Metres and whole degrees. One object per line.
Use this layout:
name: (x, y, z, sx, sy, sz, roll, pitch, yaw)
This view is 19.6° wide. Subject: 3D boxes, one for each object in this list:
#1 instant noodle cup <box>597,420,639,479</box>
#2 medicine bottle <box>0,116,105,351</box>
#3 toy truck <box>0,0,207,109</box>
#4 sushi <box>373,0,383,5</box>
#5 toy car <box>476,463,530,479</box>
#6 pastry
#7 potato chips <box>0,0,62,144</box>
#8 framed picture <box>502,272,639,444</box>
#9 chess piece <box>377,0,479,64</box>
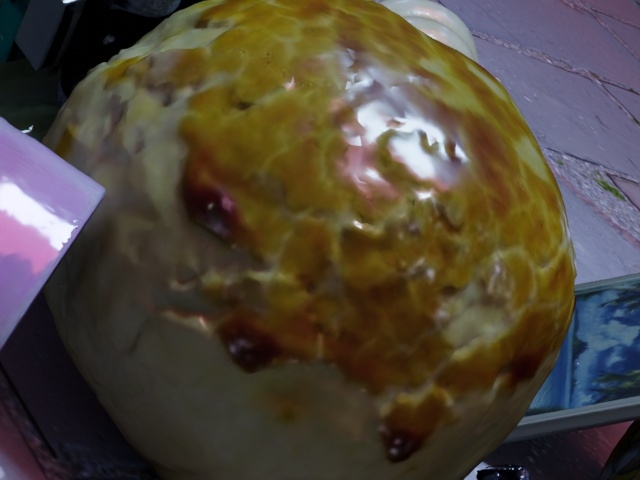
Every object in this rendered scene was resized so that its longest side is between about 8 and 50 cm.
instant noodle cup: (0.369, 0.218, 1.603, 0.172, 0.216, 0.216, 42, 20, -11)
medicine bottle: (-0.309, -0.036, 1.050, 0.325, 0.212, 0.212, 34, 21, -5)
toy truck: (-0.101, -0.222, 1.405, 0.363, 0.176, 0.178, -20, 66, -37)
sushi: (-0.054, -0.216, 1.887, 0.236, 0.171, 0.270, 44, 20, 20)
toy car: (0.118, 0.235, 1.234, 0.070, 0.170, 0.080, -5, -14, 43)
pastry: (0.000, 0.000, 1.261, 0.388, 0.312, 0.388, 38, 32, -29)
potato chips: (-0.229, -0.142, 1.428, 0.429, 0.070, 0.358, -13, 75, -37)
framed picture: (0.253, 0.098, 1.680, 0.315, 0.232, 0.024, -65, 142, -70)
chess piece: (0.106, -0.126, 1.977, 0.167, 0.167, 0.299, 29, 26, -20)
